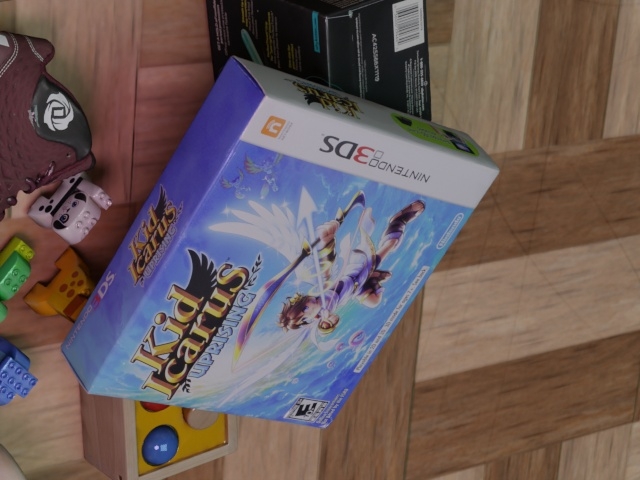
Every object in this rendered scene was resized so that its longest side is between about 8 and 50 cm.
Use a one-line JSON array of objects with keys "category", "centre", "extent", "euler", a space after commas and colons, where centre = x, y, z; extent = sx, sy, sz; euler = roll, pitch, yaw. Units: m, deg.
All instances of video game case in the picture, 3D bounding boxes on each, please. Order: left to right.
[{"category": "video game case", "centre": [-0.028, 0.014, 1.334], "extent": [0.244, 0.061, 0.269], "euler": [14, 116, -40]}]

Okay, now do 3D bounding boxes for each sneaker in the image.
[{"category": "sneaker", "centre": [-0.239, -0.022, 1.298], "extent": [0.162, 0.106, 0.281], "euler": [-2, 107, -43]}]

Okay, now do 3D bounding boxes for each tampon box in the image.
[{"category": "tampon box", "centre": [-0.003, -0.153, 1.402], "extent": [0.101, 0.161, 0.120], "euler": [-22, 121, -32]}]

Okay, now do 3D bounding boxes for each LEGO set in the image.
[{"category": "LEGO set", "centre": [-0.214, 0.060, 1.351], "extent": [0.227, 0.093, 0.087], "euler": [-53, 137, -11]}]

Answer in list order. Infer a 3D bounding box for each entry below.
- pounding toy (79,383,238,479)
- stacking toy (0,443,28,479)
[{"category": "pounding toy", "centre": [-0.113, 0.122, 1.458], "extent": [0.141, 0.100, 0.130], "euler": [-17, 117, -34]}, {"category": "stacking toy", "centre": [-0.364, 0.273, 1.305], "extent": [0.330, 0.141, 0.141], "euler": [-25, 122, -22]}]
